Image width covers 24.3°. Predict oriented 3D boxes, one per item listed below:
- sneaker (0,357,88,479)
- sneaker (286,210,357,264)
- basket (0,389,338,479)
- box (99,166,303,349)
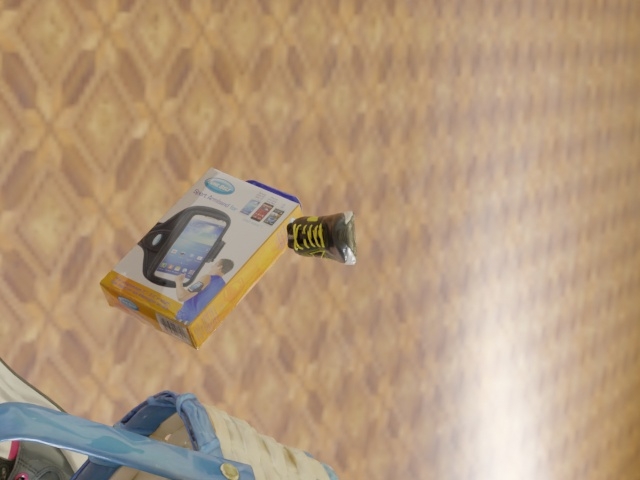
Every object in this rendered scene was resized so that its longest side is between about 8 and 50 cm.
[{"bbox_3d":[-0.270,0.143,0.989,0.295,0.124,0.178,53,43,-16],"label":"sneaker"},{"bbox_3d":[0.000,0.000,0.870,0.083,0.035,0.031,167,-81,-80],"label":"sneaker"},{"bbox_3d":[-0.127,0.208,0.899,0.289,0.254,0.201,18,35,-29],"label":"basket"},{"bbox_3d":[-0.073,0.004,0.994,0.136,0.081,0.028,-50,145,-26],"label":"box"}]
